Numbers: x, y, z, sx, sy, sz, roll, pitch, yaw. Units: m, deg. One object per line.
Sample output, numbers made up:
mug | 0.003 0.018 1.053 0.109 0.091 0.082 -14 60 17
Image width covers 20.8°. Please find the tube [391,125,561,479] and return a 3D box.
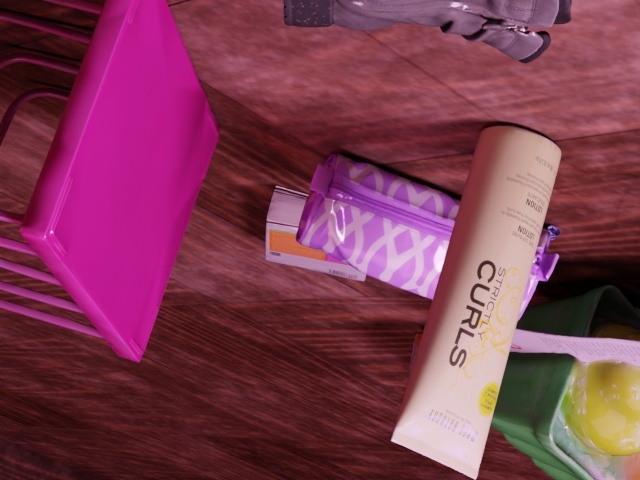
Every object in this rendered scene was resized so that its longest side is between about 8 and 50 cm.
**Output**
tube | 0.112 0.040 1.220 0.070 0.240 0.062 18 165 0

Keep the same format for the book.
book | 0.000 0.000 1.560 0.096 0.035 0.144 13 163 1

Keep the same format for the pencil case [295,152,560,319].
pencil case | 0.083 -0.001 1.380 0.206 0.086 0.088 18 171 -5

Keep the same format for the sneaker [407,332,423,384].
sneaker | 0.146 0.149 1.817 0.083 0.084 0.215 7 170 23

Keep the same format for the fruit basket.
fruit basket | 0.332 0.150 1.482 0.353 0.165 0.327 -4 147 41

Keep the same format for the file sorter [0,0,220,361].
file sorter | -0.209 -0.067 1.260 0.182 0.202 0.291 15 163 11

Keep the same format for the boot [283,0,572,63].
boot | 0.062 -0.167 0.928 0.161 0.083 0.246 9 168 3
